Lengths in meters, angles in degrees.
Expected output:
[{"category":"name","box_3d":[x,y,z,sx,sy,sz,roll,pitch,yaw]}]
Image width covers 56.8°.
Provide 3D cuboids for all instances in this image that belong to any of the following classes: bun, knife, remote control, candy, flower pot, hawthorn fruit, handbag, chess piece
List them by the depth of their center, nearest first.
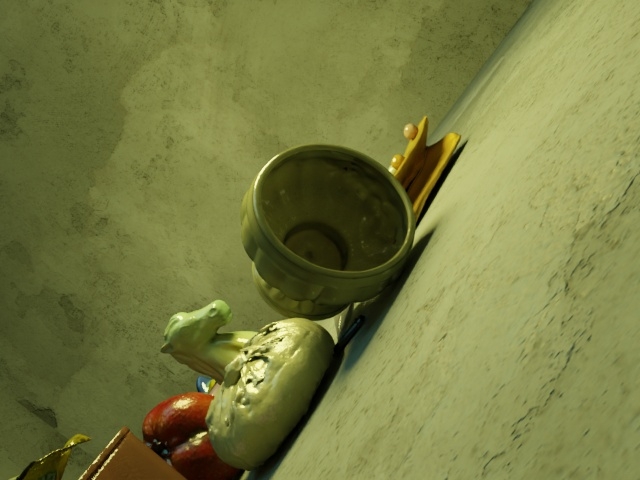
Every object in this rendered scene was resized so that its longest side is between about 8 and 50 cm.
[{"category":"candy","box_3d":[-0.465,0.421,0.875,0.297,0.081,0.187,-54,-1,-1]},{"category":"bun","box_3d":[-0.096,0.248,1.021,0.287,0.146,0.287,-53,1,2]},{"category":"remote control","box_3d":[0.046,0.168,1.044,0.091,0.016,0.034,-53,-4,16]},{"category":"flower pot","box_3d":[0.000,0.000,1.070,0.307,0.307,0.244,-54,-5,-35]},{"category":"hawthorn fruit","box_3d":[-0.221,0.403,1.178,0.243,0.207,0.207,11,-56,-45]},{"category":"chess piece","box_3d":[-0.187,0.240,1.243,0.175,0.298,0.176,-55,-1,-2]},{"category":"knife","box_3d":[0.039,0.106,1.245,0.081,0.043,0.336,-49,22,11]},{"category":"handbag","box_3d":[0.177,-0.096,1.426,0.401,0.133,0.283,-57,-6,-39]}]

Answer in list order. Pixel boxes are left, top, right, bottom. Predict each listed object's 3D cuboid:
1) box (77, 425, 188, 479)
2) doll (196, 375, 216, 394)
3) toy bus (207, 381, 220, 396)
[{"category":"box","box_3d":[-0.345,0.520,0.932,0.239,0.229,0.339,-53,0,27]},{"category":"doll","box_3d":[-0.262,0.464,1.852,0.376,0.187,0.365,-42,8,-16]},{"category":"toy bus","box_3d":[-0.221,0.417,1.544,0.142,0.142,0.202,-54,0,30]}]
